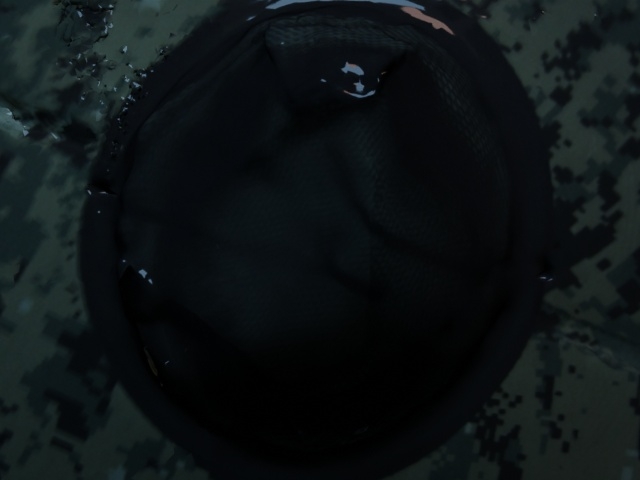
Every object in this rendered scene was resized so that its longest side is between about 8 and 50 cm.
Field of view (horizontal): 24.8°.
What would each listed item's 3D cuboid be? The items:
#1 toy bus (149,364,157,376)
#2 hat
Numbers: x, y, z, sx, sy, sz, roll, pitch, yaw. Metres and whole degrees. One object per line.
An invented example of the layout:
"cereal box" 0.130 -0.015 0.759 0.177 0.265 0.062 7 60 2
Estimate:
"toy bus" -0.185 0.023 0.468 0.121 0.123 0.335 -24 142 21
"hat" 0.000 0.000 0.454 0.266 0.265 0.128 -6 180 -3
